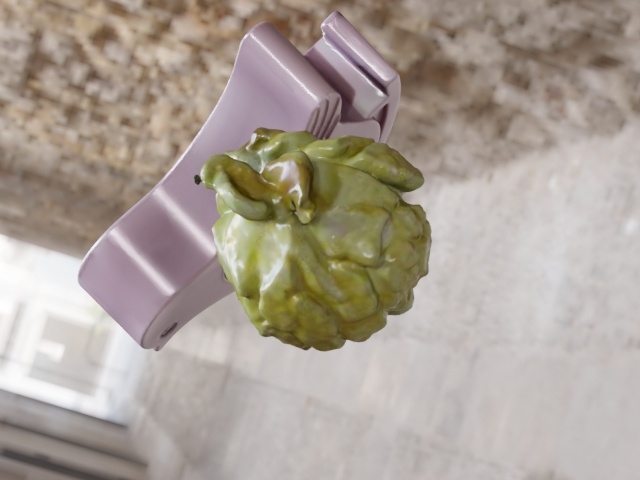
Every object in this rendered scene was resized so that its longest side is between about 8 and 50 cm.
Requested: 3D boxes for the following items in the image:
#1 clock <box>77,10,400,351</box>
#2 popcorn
[{"bbox_3d":[-0.055,-0.053,1.261,0.275,0.080,0.290,-39,-14,-25],"label":"clock"},{"bbox_3d":[0.000,0.000,1.028,0.162,0.141,0.136,40,-120,-64],"label":"popcorn"}]
